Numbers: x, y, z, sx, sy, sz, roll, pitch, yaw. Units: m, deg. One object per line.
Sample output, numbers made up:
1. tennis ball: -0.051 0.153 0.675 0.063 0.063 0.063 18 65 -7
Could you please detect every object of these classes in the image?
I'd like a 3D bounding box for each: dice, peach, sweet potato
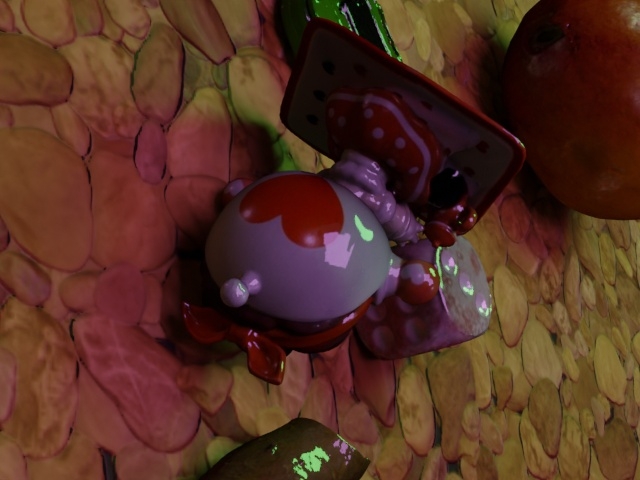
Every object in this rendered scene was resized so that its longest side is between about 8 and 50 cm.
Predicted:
1. dice: 0.085 0.047 0.858 0.091 0.094 0.093 -9 81 -52
2. peach: 0.333 -0.160 1.151 0.280 0.238 0.281 -2 98 -17
3. sweet potato: -0.064 0.180 0.639 0.243 0.077 0.077 -24 95 -45

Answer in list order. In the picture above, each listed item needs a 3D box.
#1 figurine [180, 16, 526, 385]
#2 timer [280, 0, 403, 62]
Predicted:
1. figurine: 0.000 0.000 0.711 0.183 0.160 0.226 33 63 4
2. timer: 0.024 -0.173 0.910 0.128 0.047 0.140 -29 99 -53
